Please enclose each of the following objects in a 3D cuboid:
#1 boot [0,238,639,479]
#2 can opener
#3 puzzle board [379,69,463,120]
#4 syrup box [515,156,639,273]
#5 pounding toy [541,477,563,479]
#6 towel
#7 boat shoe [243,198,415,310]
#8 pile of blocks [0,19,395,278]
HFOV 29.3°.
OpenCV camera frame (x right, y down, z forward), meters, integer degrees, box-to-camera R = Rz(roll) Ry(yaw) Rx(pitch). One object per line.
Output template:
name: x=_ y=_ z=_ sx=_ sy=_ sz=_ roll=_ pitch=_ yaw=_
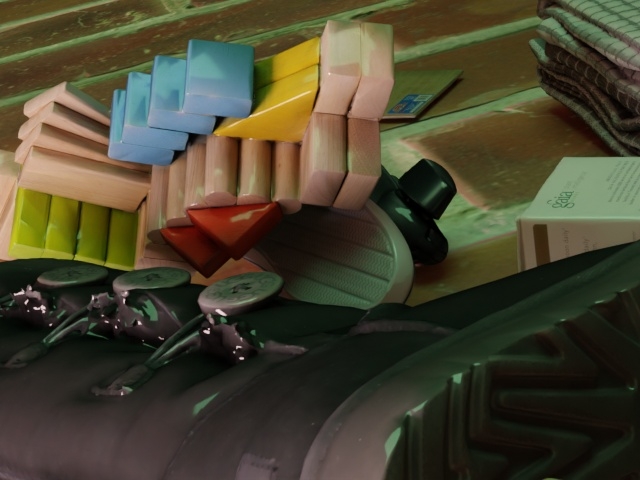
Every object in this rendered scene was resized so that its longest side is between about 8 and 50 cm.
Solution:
boot: x=0.003 y=0.070 z=0.631 sx=0.367 sy=0.146 sz=0.445 roll=-7 pitch=2 yaw=-40
can opener: x=0.061 y=-0.026 z=0.911 sx=0.073 sy=0.059 sz=0.186 roll=-40 pitch=15 yaw=1
puzzle board: x=0.076 y=-0.144 z=1.223 sx=0.096 sy=0.011 sz=0.128 roll=3 pitch=28 yaw=29
syrup box: x=0.237 y=0.012 z=0.681 sx=0.236 sy=0.096 sz=0.093 roll=1 pitch=24 yaw=28
pounding toy: x=0.143 y=0.128 z=0.329 sx=0.269 sy=0.155 sz=0.154 roll=-22 pitch=0 yaw=-28
towel: x=0.321 y=-0.153 z=0.998 sx=0.235 sy=0.121 sz=0.284 roll=-16 pitch=25 yaw=-6
boat shoe: x=0.000 y=0.000 z=0.841 sx=0.075 sy=0.083 sz=0.226 roll=28 pitch=2 yaw=-41
pile of blocks: x=-0.108 y=-0.031 z=0.795 sx=0.362 sy=0.149 sz=0.113 roll=-24 pitch=53 yaw=35
